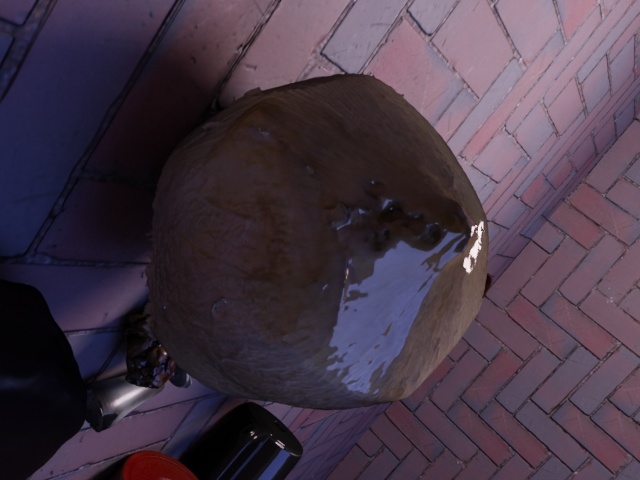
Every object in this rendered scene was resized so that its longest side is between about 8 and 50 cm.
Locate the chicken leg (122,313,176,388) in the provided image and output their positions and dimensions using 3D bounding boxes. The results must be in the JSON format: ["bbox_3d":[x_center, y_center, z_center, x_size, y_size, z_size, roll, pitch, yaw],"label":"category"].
[{"bbox_3d":[-0.212,0.116,0.837,0.125,0.080,0.196,-21,140,-64],"label":"chicken leg"}]

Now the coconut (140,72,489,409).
[{"bbox_3d":[0.000,0.000,0.621,0.360,0.346,0.346,-20,-179,45],"label":"coconut"}]

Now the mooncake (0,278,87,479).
[{"bbox_3d":[-0.363,0.148,0.532,0.283,0.141,0.283,-28,150,-18],"label":"mooncake"}]

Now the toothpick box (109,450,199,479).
[{"bbox_3d":[-0.381,0.587,1.127,0.333,0.204,0.204,-50,157,9],"label":"toothpick box"}]

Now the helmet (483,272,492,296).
[{"bbox_3d":[0.139,0.125,1.245,0.385,0.230,0.337,-37,155,-2],"label":"helmet"}]

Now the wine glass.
[{"bbox_3d":[-0.271,0.217,0.892,0.155,0.072,0.072,-20,145,-48],"label":"wine glass"}]

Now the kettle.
[{"bbox_3d":[-0.218,0.524,1.353,0.308,0.203,0.262,-49,131,-3],"label":"kettle"}]
